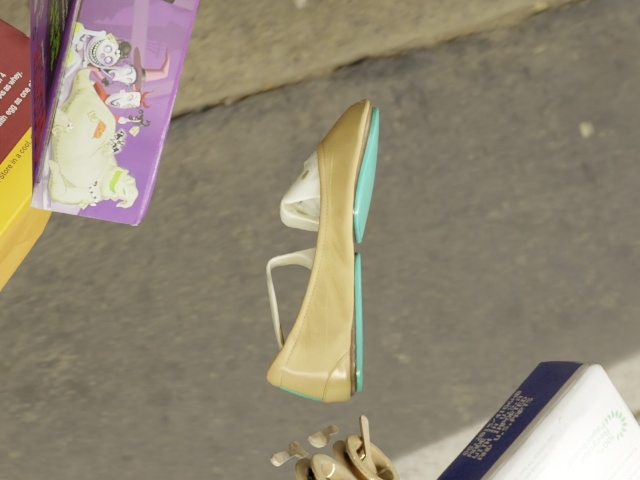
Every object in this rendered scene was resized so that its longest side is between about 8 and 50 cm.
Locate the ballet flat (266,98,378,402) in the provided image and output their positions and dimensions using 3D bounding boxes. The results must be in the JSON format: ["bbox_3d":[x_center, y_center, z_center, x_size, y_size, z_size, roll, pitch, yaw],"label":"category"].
[{"bbox_3d":[0.000,0.000,1.143,0.073,0.080,0.232,4,64,2],"label":"ballet flat"}]

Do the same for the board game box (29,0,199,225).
[{"bbox_3d":[-0.084,-0.180,0.687,0.056,0.347,0.208,14,117,-18],"label":"board game box"}]

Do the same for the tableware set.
[{"bbox_3d":[0.035,0.233,1.622,0.128,0.194,0.039,46,107,11],"label":"tableware set"}]

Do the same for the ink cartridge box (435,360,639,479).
[{"bbox_3d":[0.146,0.303,1.025,0.324,0.071,0.330,-44,110,-27],"label":"ink cartridge box"}]

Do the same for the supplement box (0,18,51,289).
[{"bbox_3d":[-0.239,-0.030,0.757,0.194,0.129,0.191,32,47,-4],"label":"supplement box"}]
